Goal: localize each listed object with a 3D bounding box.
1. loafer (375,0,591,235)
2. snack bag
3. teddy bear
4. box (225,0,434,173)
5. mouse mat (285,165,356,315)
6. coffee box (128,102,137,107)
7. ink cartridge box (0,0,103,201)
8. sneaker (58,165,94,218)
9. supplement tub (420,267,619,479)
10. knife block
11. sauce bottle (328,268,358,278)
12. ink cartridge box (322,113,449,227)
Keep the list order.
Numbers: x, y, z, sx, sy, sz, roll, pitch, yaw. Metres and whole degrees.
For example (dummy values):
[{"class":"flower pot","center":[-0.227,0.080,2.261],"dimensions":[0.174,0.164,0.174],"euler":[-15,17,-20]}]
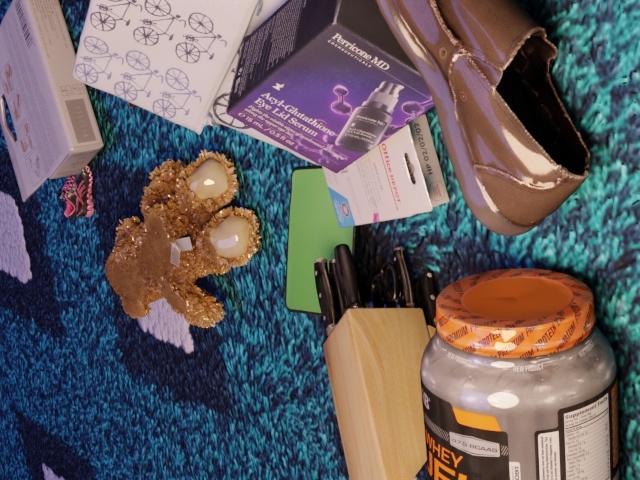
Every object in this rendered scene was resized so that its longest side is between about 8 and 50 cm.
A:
[{"class":"loafer","center":[0.164,-0.191,1.172],"dimensions":[0.130,0.134,0.366],"euler":[-22,93,47]},{"class":"snack bag","center":[-0.098,-0.218,1.406],"dimensions":[0.323,0.342,0.037],"euler":[126,164,-54]},{"class":"teddy bear","center":[-0.193,-0.002,1.820],"dimensions":[0.245,0.113,0.338],"euler":[50,135,17]},{"class":"box","center":[0.023,-0.182,1.287],"dimensions":[0.207,0.153,0.108],"euler":[-33,38,48]},{"class":"mouse mat","center":[0.000,0.000,1.553],"dimensions":[0.152,0.007,0.190],"euler":[3,89,56]},{"class":"coffee box","center":[-0.156,-0.266,1.576],"dimensions":[0.246,0.141,0.098],"euler":[-26,84,59]},{"class":"ink cartridge box","center":[-0.481,-0.246,2.112],"dimensions":[0.261,0.066,0.296],"euler":[-31,74,56]},{"class":"sneaker","center":[-0.428,-0.090,2.146],"dimensions":[0.047,0.057,0.119],"euler":[29,128,48]},{"class":"supplement tub","center":[0.201,0.200,1.237],"dimensions":[0.193,0.193,0.316],"euler":[19,121,51]},{"class":"knife block","center":[0.050,0.133,1.383],"dimensions":[0.242,0.276,0.088],"euler":[38,141,7]},{"class":"sauce bottle","center":[0.038,0.092,1.565],"dimensions":[0.042,0.042,0.128],"euler":[1,109,56]},{"class":"ink cartridge box","center":[0.079,-0.079,1.393],"dimensions":[0.181,0.061,0.104],"euler":[-8,100,58]}]
